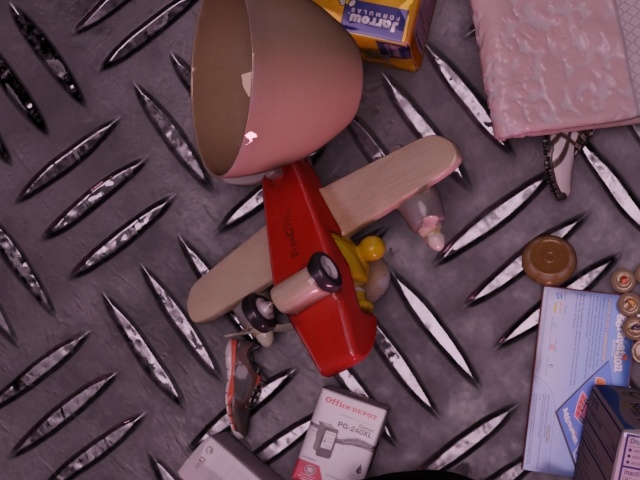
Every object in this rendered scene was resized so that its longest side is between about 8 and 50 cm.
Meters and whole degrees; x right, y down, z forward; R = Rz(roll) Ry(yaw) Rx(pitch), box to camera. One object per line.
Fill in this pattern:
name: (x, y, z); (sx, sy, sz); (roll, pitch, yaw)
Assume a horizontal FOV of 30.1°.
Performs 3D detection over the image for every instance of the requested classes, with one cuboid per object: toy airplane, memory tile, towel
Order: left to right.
toy airplane: (0.000, 0.000, 1.783); (0.386, 0.272, 0.384); (14, 75, 46)
towel: (0.383, -0.326, 1.772); (0.317, 0.053, 0.331); (-7, 80, -8)
memory tile: (0.498, 0.102, 1.755); (0.113, 0.012, 0.148); (-15, 76, 12)

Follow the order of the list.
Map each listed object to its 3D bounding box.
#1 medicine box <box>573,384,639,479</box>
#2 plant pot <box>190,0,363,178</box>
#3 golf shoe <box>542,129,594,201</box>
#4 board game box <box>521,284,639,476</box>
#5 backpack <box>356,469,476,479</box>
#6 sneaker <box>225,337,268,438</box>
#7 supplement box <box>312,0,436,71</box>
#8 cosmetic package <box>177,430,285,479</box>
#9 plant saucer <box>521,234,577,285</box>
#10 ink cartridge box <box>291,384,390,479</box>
medicine box: (0.436, 0.371, 1.628); (0.149, 0.263, 0.289); (10, 97, 3)
plant pot: (-0.053, -0.227, 1.660); (0.191, 0.284, 0.284); (-1, 85, -23)
golf shoe: (0.381, -0.159, 1.799); (0.094, 0.077, 0.198); (-2, 86, 9)
board game box: (0.391, 0.215, 1.792); (0.145, 0.027, 0.281); (7, 86, 11)
backpack: (0.071, 0.517, 1.687); (0.273, 0.290, 0.355); (0, 93, 46)
sneaker: (-0.114, 0.231, 1.859); (0.065, 0.061, 0.157); (-3, 86, 3)
supplement box: (0.091, -0.464, 1.810); (0.195, 0.194, 0.356); (13, 88, 10)
cosmetic package: (-0.095, 0.396, 1.813); (0.231, 0.117, 0.085); (40, 93, 11)
plant saucer: (0.348, 0.027, 1.807); (0.083, 0.015, 0.083); (-3, 67, 7)
ink cartridge box: (0.032, 0.309, 1.825); (0.109, 0.063, 0.150); (18, 89, 10)
